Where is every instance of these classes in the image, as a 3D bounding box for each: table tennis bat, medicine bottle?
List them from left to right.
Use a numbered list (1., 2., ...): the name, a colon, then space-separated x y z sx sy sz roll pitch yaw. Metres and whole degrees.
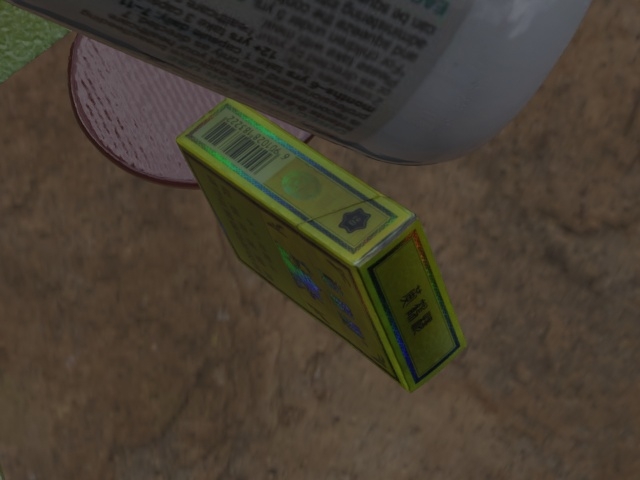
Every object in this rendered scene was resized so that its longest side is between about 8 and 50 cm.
1. medicine bottle: -0.036 -0.116 0.467 0.215 0.135 0.135 22 63 -16
2. table tennis bat: -0.071 -0.213 1.877 0.414 0.051 0.268 -27 82 -11

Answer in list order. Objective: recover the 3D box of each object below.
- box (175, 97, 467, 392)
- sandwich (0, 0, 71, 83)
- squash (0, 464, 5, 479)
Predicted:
1. box: 0.000 0.000 1.259 0.064 0.141 0.220 -38 44 -15
2. sandwich: -0.320 -0.138 1.358 0.245 0.212 0.063 15 21 -18
3. squash: -0.242 0.049 0.883 0.094 0.341 0.094 -19 28 11
